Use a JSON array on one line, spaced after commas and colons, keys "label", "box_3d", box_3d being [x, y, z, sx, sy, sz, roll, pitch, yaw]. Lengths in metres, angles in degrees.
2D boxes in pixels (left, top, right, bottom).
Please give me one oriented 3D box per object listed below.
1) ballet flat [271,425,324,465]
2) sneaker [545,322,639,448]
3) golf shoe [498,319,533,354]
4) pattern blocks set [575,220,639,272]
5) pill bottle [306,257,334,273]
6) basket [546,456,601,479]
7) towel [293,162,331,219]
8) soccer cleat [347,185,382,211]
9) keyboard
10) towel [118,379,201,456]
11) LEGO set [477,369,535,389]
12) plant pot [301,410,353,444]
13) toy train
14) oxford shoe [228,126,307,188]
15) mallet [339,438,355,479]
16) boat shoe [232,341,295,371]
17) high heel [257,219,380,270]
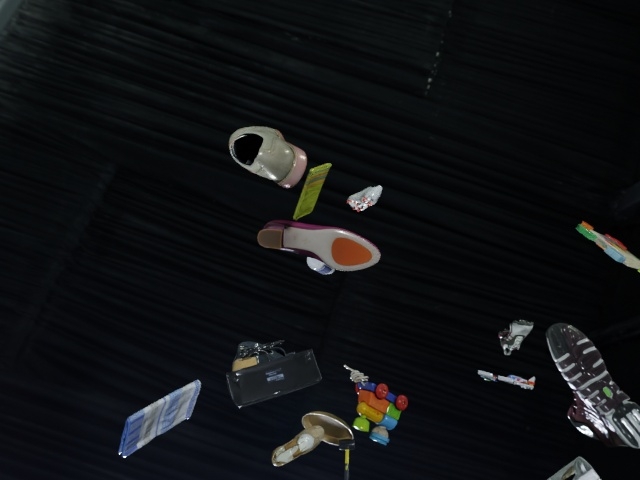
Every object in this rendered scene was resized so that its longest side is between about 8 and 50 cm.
[{"label": "ballet flat", "box_3d": [-0.077, 0.694, 1.558, 0.206, 0.073, 0.067, -37, 172, 5]}, {"label": "sneaker", "box_3d": [0.575, 0.335, 1.041, 0.162, 0.106, 0.281, 100, -32, -57]}, {"label": "golf shoe", "box_3d": [0.981, 0.479, 2.316, 0.273, 0.105, 0.120, 96, 1, -59]}, {"label": "pattern blocks set", "box_3d": [0.928, 0.033, 1.459, 0.026, 0.324, 0.285, -58, -149, 24]}, {"label": "pill bottle", "box_3d": [0.010, 0.108, 2.208, 0.169, 0.094, 0.094, 35, 73, -61]}, {"label": "basket", "box_3d": [0.587, 0.572, 1.040, 0.113, 0.103, 0.167, -40, 156, 7]}, {"label": "towel", "box_3d": [-0.030, -0.174, 1.683, 0.102, 0.021, 0.237, -25, 151, -39]}, {"label": "soccer cleat", "box_3d": [0.162, -0.154, 1.692, 0.076, 0.068, 0.196, -47, -166, -17]}, {"label": "keyboard", "box_3d": [-0.169, 0.439, 1.612, 0.033, 0.317, 0.201, 113, -39, -56]}, {"label": "towel", "box_3d": [-0.542, 0.604, 1.593, 0.285, 0.034, 0.209, -19, 140, -50]}, {"label": "LEGO set", "box_3d": [0.673, 0.491, 1.680, 0.244, 0.182, 0.060, 42, 61, -60]}, {"label": "plant pot", "box_3d": [0.034, 0.809, 2.021, 0.032, 0.236, 0.236, -61, 172, -45]}, {"label": "toy train", "box_3d": [0.124, 0.461, 1.295, 0.105, 0.248, 0.143, -11, -130, 52]}, {"label": "oxford shoe", "box_3d": [-0.183, -0.261, 1.276, 0.397, 0.146, 0.140, 31, -82, 54]}, {"label": "mallet", "box_3d": [0.089, 0.820, 1.723, 0.190, 0.062, 0.039, -70, 154, -55]}, {"label": "boat shoe", "box_3d": [-0.180, 0.510, 1.862, 0.500, 0.186, 0.156, 41, 35, -55]}, {"label": "high heel", "box_3d": [0.000, 0.000, 1.448, 0.181, 0.377, 0.127, -58, 162, -79]}]
